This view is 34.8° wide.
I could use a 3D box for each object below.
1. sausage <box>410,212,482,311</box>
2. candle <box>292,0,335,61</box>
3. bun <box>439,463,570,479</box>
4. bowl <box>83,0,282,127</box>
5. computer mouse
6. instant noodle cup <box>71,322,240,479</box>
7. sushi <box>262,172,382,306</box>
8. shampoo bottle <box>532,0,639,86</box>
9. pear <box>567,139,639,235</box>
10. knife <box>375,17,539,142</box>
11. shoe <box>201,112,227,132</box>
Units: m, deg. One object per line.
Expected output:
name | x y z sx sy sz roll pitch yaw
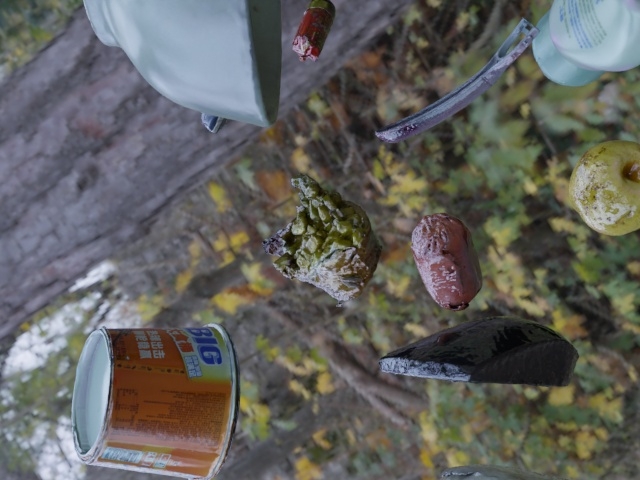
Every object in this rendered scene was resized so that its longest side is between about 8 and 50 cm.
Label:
sausage | 0.150 0.026 1.209 0.141 0.076 0.076 61 180 -44
candle | -0.013 -0.330 1.626 0.052 0.052 0.131 57 -143 -38
bun | 0.284 0.409 1.513 0.239 0.239 0.141 50 -132 -76
bowl | -0.118 -0.235 0.851 0.289 0.146 0.289 -3 -90 -87
computer mouse | 0.212 0.140 1.308 0.295 0.168 0.087 7 -94 -45
instant noodle cup | -0.292 0.270 1.750 0.214 0.296 0.296 10 -150 -27
sushi | 0.002 -0.001 1.684 0.179 0.167 0.296 28 -174 -19
shampoo bottle | 0.456 -0.361 1.640 0.349 0.151 0.222 131 137 -73
pear | 0.518 -0.091 1.793 0.178 0.178 0.178 59 -178 -4
knife | 0.205 -0.221 1.503 0.053 0.278 0.123 51 -167 -9
shoe | -0.168 -0.216 1.586 0.071 0.064 0.143 22 -156 -11
